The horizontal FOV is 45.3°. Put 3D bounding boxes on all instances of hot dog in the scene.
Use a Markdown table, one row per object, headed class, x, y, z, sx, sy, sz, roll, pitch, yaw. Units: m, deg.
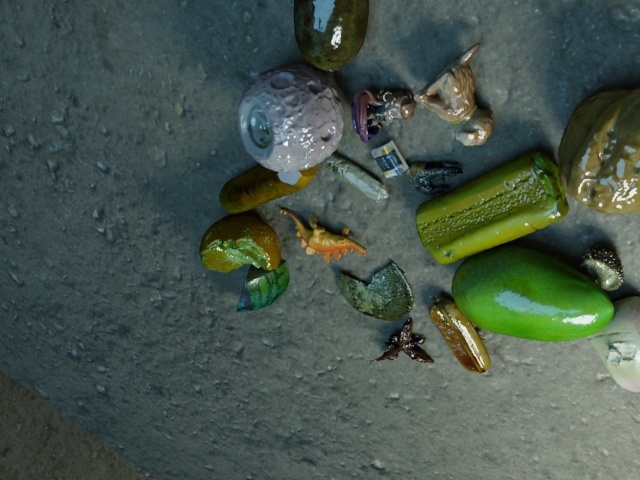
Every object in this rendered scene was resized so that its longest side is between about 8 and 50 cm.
| class | x | y | z | sx | sy | sz | roll | pitch | yaw |
| --- | --- | --- | --- | --- | --- | --- | --- | --- | --- |
| hot dog | 0.375 | 0.245 | 2.040 | 0.250 | 0.076 | 0.104 | 57 | 149 | -10 |

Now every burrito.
| class | x | y | z | sx | sy | sz | roll | pitch | yaw |
| --- | --- | --- | --- | --- | --- | --- | --- | --- | --- |
| burrito | 0.092 | -0.156 | 1.942 | 0.188 | 0.045 | 0.058 | 32 | 139 | 5 |

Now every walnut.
| class | x | y | z | sx | sy | sz | roll | pitch | yaw |
| --- | --- | --- | --- | --- | --- | --- | --- | --- | --- |
| walnut | 0.587 | -0.180 | 1.523 | 0.224 | 0.257 | 0.257 | 42 | 142 | 44 |

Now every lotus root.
| class | x | y | z | sx | sy | sz | roll | pitch | yaw |
| --- | --- | --- | --- | --- | --- | --- | --- | --- | --- |
| lotus root | 0.023 | -0.503 | 1.673 | 0.160 | 0.152 | 0.274 | 11 | 128 | 13 |

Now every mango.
| class | x | y | z | sx | sy | sz | roll | pitch | yaw |
| --- | --- | --- | --- | --- | --- | --- | --- | --- | --- |
| mango | 0.489 | 0.127 | 1.797 | 0.382 | 0.201 | 0.225 | 10 | 117 | 31 |

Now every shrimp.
| class | x | y | z | sx | sy | sz | roll | pitch | yaw |
| --- | --- | --- | --- | --- | --- | --- | --- | --- | --- |
| shrimp | 0.278 | -0.151 | 1.848 | 0.161 | 0.034 | 0.091 | 0 | 124 | 39 |

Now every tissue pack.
| class | x | y | z | sx | sy | sz | roll | pitch | yaw |
| --- | --- | --- | --- | --- | --- | --- | --- | --- | --- |
| tissue pack | 0.167 | -0.197 | 1.865 | 0.062 | 0.042 | 0.083 | -11 | 114 | 57 |

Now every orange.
| class | x | y | z | sx | sy | sz | roll | pitch | yaw |
| --- | --- | --- | --- | --- | --- | --- | --- | --- | --- |
| orange | -0.217 | 0.010 | 2.157 | 0.237 | 0.158 | 0.179 | -4 | 150 | 32 |

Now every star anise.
| class | x | y | z | sx | sy | sz | roll | pitch | yaw |
| --- | --- | --- | --- | --- | --- | --- | --- | --- | --- |
| star anise | 0.220 | 0.310 | 2.129 | 0.141 | 0.144 | 0.158 | -9 | 115 | 25 |

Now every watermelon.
| class | x | y | z | sx | sy | sz | roll | pitch | yaw |
| --- | --- | --- | --- | --- | --- | --- | --- | --- | --- |
| watermelon | -0.189 | 0.158 | 2.254 | 0.128 | 0.146 | 0.231 | 30 | 129 | 9 |

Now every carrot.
| class | x | y | z | sx | sy | sz | roll | pitch | yaw |
| --- | --- | --- | --- | --- | --- | --- | --- | --- | --- |
| carrot | -0.139 | -0.155 | 2.038 | 0.302 | 0.114 | 0.114 | -20 | 110 | 42 |

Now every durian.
| class | x | y | z | sx | sy | sz | roll | pitch | yaw |
| --- | --- | --- | --- | --- | --- | --- | --- | --- | --- |
| durian | 0.638 | 0.051 | 1.746 | 0.111 | 0.071 | 0.140 | 10 | 150 | 42 |

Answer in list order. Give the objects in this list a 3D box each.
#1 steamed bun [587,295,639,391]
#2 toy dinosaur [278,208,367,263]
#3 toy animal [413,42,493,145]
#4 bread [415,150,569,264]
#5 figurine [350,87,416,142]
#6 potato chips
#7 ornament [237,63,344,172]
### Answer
| class | x | y | z | sx | sy | sz | roll | pitch | yaw |
| --- | --- | --- | --- | --- | --- | --- | --- | --- | --- |
| steamed bun | 0.730 | 0.260 | 1.784 | 0.170 | 0.152 | 0.238 | -31 | 100 | 41 |
| toy dinosaur | 0.000 | 0.000 | 2.092 | 0.288 | 0.070 | 0.117 | 21 | 130 | 23 |
| toy animal | 0.329 | -0.306 | 1.668 | 0.185 | 0.104 | 0.184 | 49 | 125 | -2 |
| bread | 0.395 | -0.071 | 1.773 | 0.384 | 0.112 | 0.166 | -26 | 84 | 39 |
| figurine | 0.141 | -0.307 | 1.781 | 0.157 | 0.114 | 0.126 | -29 | 143 | 13 |
| potato chips | 0.150 | 0.141 | 2.124 | 0.220 | 0.029 | 0.202 | 3 | 125 | 26 |
| ornament | -0.065 | -0.288 | 1.817 | 0.259 | 0.225 | 0.259 | 32 | 132 | 43 |
